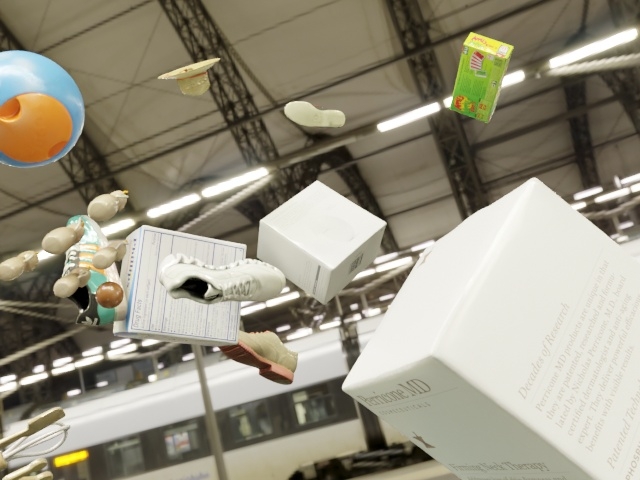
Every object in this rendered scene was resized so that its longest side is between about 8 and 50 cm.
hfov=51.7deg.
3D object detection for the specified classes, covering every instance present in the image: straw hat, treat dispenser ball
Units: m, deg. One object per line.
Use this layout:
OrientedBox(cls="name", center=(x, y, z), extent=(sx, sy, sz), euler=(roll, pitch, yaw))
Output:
OrientedBox(cls="straw hat", center=(-0.283, -0.355, 1.471), extent=(0.144, 0.061, 0.144), euler=(-14, 21, 6))
OrientedBox(cls="treat dispenser ball", center=(-0.746, -0.327, 1.659), extent=(0.288, 0.288, 0.288), euler=(-14, -14, -3))

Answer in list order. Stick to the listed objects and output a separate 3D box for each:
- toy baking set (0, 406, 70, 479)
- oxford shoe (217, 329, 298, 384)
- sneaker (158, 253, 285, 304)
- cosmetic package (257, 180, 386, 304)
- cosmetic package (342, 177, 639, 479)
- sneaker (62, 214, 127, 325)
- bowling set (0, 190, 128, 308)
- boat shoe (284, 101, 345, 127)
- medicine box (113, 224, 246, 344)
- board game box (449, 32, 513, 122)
OrientedBox(cls="toy baking set", center=(-0.451, 0.314, 0.904), extent=(0.196, 0.030, 0.256), euler=(-6, -44, -46))
OrientedBox(cls="oxford shoe", center=(-0.218, 0.350, 2.199), extent=(0.348, 0.130, 0.123), euler=(40, -37, -28))
OrientedBox(cls="sneaker", center=(-0.216, 0.103, 1.496), extent=(0.292, 0.110, 0.118), euler=(4, 17, -20))
OrientedBox(cls="cosmetic package", center=(0.000, 0.000, 1.635), extent=(0.224, 0.224, 0.138), euler=(-38, -27, -38))
OrientedBox(cls="cosmetic package", center=(0.315, 0.190, 1.008), extent=(0.327, 0.393, 0.329), euler=(-54, 4, -27))
OrientedBox(cls="sneaker", center=(-0.565, 0.066, 1.571), extent=(0.121, 0.302, 0.108), euler=(-8, -32, -41))
OrientedBox(cls="bowling set", center=(-0.473, 0.048, 1.330), extent=(0.287, 0.200, 0.154), euler=(-30, 11, 3))
OrientedBox(cls="boat shoe", center=(-0.016, -0.260, 1.387), extent=(0.133, 0.049, 0.042), euler=(6, 3, -22))
OrientedBox(cls="medicine box", center=(-0.356, 0.125, 1.695), extent=(0.289, 0.264, 0.149), euler=(12, -17, -28))
OrientedBox(cls="board game box", center=(0.336, -0.339, 1.392), extent=(0.092, 0.043, 0.181), euler=(25, -30, 16))
